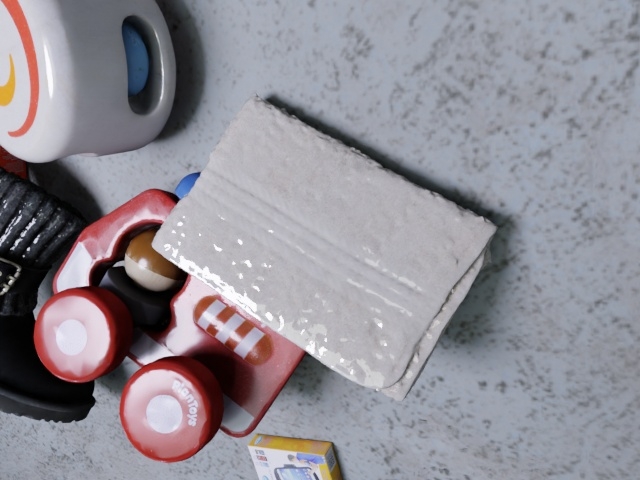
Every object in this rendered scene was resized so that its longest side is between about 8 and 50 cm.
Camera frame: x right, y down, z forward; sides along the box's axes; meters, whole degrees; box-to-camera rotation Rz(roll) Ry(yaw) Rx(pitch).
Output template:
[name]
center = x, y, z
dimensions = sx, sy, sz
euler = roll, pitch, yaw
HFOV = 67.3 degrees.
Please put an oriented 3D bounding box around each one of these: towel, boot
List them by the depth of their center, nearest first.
[towel]
center = 0.000, 0.000, 0.450
dimensions = 0.282, 0.049, 0.187
euler = 32, 86, 12
[boot]
center = -0.389, 0.075, 0.643
dimensions = 0.131, 0.260, 0.348
euler = 15, 155, 45

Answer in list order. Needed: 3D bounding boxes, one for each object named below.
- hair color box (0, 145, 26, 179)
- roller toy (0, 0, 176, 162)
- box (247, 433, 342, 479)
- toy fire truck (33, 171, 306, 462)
[hair color box]
center = -0.457, -0.109, 0.676
dimensions = 0.072, 0.043, 0.141
euler = 22, 119, 16
[roller toy]
center = -0.250, -0.178, 0.487
dimensions = 0.209, 0.146, 0.191
euler = -38, 82, 38
[box]
center = -0.040, 0.307, 0.651
dimensions = 0.136, 0.028, 0.081
euler = -7, 107, 26
[toy fire truck]
center = -0.143, 0.067, 0.545
dimensions = 0.302, 0.169, 0.253
euler = 35, 95, 11
